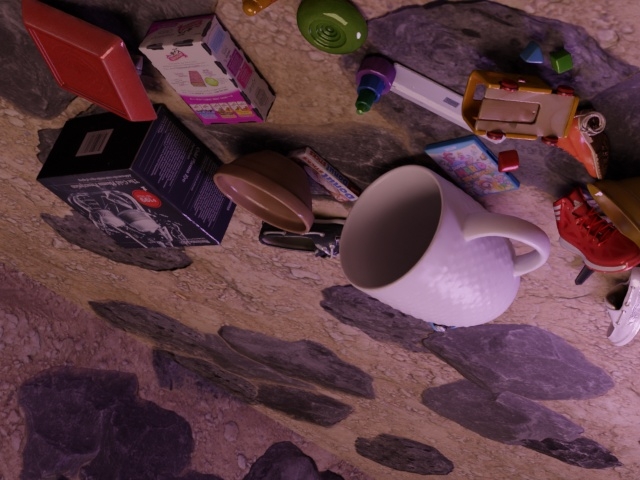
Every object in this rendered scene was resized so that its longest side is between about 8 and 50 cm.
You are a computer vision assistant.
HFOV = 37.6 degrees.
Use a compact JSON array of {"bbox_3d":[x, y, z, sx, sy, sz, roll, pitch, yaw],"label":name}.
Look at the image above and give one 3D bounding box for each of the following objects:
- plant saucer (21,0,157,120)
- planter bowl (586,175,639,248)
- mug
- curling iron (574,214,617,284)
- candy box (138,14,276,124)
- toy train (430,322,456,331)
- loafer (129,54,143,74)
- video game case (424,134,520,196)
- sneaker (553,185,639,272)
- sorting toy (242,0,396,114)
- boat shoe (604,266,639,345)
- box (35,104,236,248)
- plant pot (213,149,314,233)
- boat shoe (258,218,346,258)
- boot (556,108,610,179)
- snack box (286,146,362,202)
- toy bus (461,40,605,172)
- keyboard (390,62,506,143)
[{"bbox_3d":[-0.473,-0.351,1.891,0.259,0.047,0.259,26,158,20],"label":"plant saucer"},{"bbox_3d":[0.584,-0.050,1.687,0.217,0.090,0.217,48,-173,-8],"label":"planter bowl"},{"bbox_3d":[0.282,0.026,1.902,0.328,0.276,0.374,29,149,-36],"label":"mug"},{"bbox_3d":[0.570,0.022,1.950,0.068,0.035,0.274,19,154,12],"label":"curling iron"},{"bbox_3d":[-0.213,-0.321,1.800,0.159,0.071,0.233,3,150,33],"label":"candy box"},{"bbox_3d":[0.294,0.125,2.187,0.105,0.184,0.080,14,156,37],"label":"toy train"},{"bbox_3d":[-0.403,-0.366,1.896,0.125,0.039,0.045,23,-174,32],"label":"loafer"},{"bbox_3d":[0.298,-0.143,1.844,0.119,0.015,0.166,-8,142,45],"label":"video game case"},{"bbox_3d":[0.504,-0.024,1.763,0.128,0.087,0.221,61,165,-25],"label":"sneaker"},{"bbox_3d":[-0.014,-0.337,1.557,0.127,0.126,0.365,-10,139,45],"label":"sorting toy"},{"bbox_3d":[0.663,0.134,2.039,0.096,0.098,0.277,18,145,6],"label":"boat shoe"},{"bbox_3d":[-0.415,-0.135,2.188,0.343,0.178,0.312,-2,148,39],"label":"box"},{"bbox_3d":[-0.104,-0.120,2.044,0.237,0.109,0.237,27,165,8],"label":"plant pot"},{"bbox_3d":[0.000,0.000,2.250,0.303,0.091,0.114,10,153,20],"label":"boat shoe"},{"bbox_3d":[0.454,-0.168,1.644,0.085,0.059,0.158,2,141,39],"label":"boot"},{"bbox_3d":[0.010,-0.142,2.046,0.178,0.022,0.064,38,150,-31],"label":"snack box"},{"bbox_3d":[0.334,-0.226,1.550,0.191,0.104,0.202,-35,122,9],"label":"toy bus"},{"bbox_3d":[0.233,-0.246,1.697,0.256,0.014,0.072,25,149,-10],"label":"keyboard"}]
